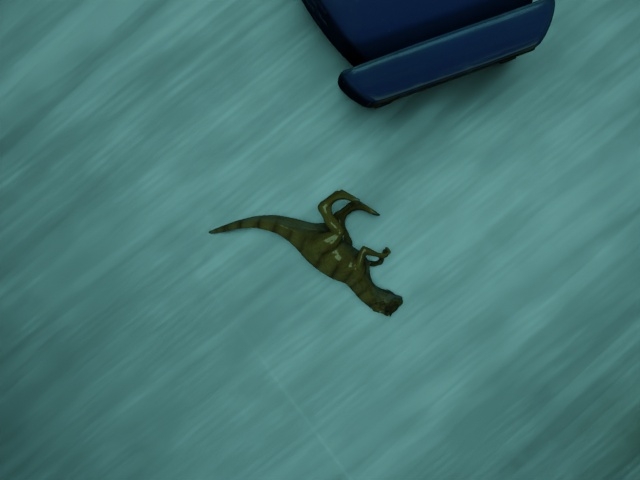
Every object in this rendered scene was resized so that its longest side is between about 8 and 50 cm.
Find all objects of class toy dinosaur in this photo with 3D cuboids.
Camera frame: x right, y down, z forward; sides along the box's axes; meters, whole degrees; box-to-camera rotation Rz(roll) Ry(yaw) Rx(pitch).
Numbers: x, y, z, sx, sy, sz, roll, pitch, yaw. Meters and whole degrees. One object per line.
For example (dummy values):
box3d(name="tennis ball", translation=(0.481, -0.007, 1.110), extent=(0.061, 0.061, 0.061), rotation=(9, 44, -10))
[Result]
box3d(name="toy dinosaur", translation=(0.000, 0.000, 1.278), extent=(0.211, 0.064, 0.112), rotation=(32, 92, 3))

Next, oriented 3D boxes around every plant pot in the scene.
box3d(name="plant pot", translation=(0.092, -0.252, 1.198), extent=(0.235, 0.236, 0.212), rotation=(-19, 94, 1))
